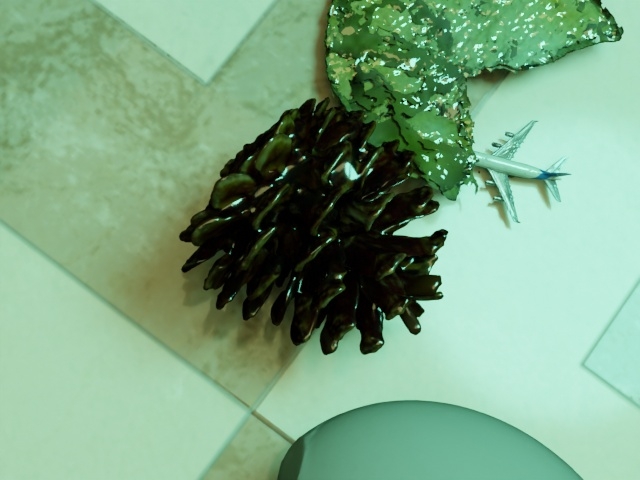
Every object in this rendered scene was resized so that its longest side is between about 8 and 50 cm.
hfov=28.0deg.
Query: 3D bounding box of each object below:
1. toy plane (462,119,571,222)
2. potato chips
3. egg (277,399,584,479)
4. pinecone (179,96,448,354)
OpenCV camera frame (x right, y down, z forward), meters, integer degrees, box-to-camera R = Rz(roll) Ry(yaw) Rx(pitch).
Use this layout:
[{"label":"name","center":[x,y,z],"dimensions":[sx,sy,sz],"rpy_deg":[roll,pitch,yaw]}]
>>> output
[{"label":"toy plane","center":[0.136,-0.052,0.920],"dimensions":[0.084,0.024,0.078],"rpy_deg":[11,78,3]},{"label":"potato chips","center":[0.097,-0.140,0.923],"dimensions":[0.202,0.029,0.220],"rpy_deg":[29,70,7]},{"label":"egg","center":[0.081,0.193,0.785],"dimensions":[0.231,0.176,0.176],"rpy_deg":[25,77,-8]},{"label":"pinecone","center":[0.007,-0.002,0.831],"dimensions":[0.165,0.163,0.163],"rpy_deg":[39,77,-7]}]
